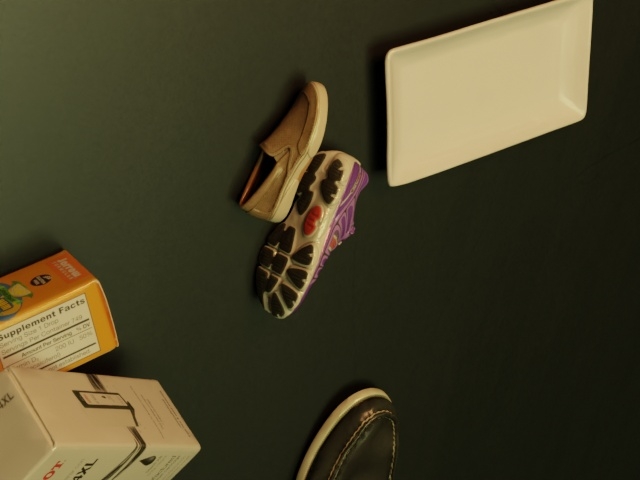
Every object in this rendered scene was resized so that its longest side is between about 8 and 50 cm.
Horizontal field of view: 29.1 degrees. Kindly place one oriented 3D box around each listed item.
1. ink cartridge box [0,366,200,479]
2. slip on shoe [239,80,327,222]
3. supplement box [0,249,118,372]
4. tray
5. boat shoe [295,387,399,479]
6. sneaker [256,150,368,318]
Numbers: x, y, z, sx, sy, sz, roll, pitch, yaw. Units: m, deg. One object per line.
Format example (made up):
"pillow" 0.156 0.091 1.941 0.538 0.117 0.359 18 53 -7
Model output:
"ink cartridge box" -0.220 0.187 1.022 0.148 0.086 0.203 -45 155 15
"slip on shoe" -0.034 -0.082 1.120 0.041 0.051 0.135 14 109 -29
"supplement box" -0.286 0.092 0.991 0.233 0.078 0.080 -24 123 -27
"tray" 0.167 -0.158 1.246 0.270 0.030 0.145 -21 124 -29
"boat shoe" 0.028 0.331 1.332 0.127 0.113 0.340 13 103 -41
"sneaker" 0.000 0.000 1.175 0.071 0.068 0.170 22 97 -48
